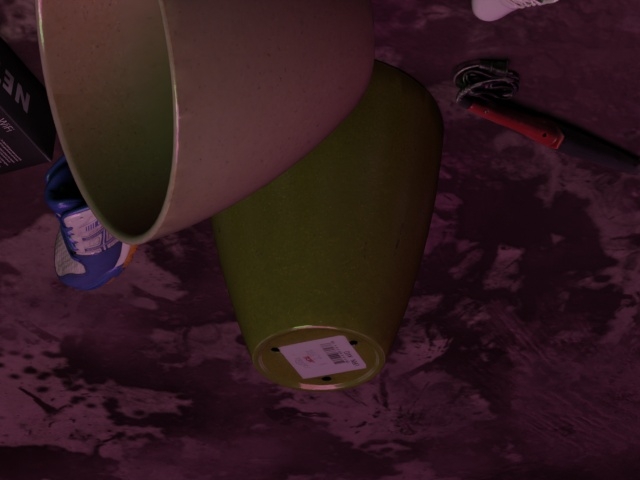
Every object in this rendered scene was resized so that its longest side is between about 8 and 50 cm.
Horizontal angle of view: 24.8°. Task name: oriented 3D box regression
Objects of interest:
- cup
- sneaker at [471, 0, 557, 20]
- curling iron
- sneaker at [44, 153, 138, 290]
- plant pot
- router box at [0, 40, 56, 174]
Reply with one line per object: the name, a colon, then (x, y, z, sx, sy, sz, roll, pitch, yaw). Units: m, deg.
cup: (-0.093, -0.181, 1.318, 0.237, 0.331, 0.331, -13, 153, -27)
sneaker: (0.201, -0.249, 1.390, 0.053, 0.061, 0.152, 23, 141, -32)
curling iron: (0.256, -0.124, 1.591, 0.274, 0.035, 0.068, 25, 139, -31)
sneaker: (-0.261, -0.047, 1.615, 0.131, 0.112, 0.296, -14, 149, -39)
plant pot: (0.000, 0.000, 1.549, 0.275, 0.293, 0.275, 1, 145, 0)
router box: (-0.454, -0.169, 1.497, 0.243, 0.081, 0.309, -12, 144, 19)
